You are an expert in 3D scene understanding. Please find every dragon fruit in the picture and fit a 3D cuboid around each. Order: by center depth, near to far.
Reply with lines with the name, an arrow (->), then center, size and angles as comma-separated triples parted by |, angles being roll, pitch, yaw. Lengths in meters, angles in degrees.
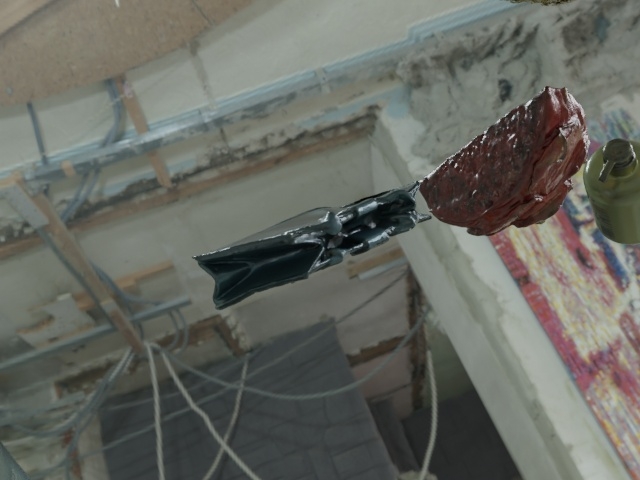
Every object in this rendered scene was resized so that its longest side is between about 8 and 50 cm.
dragon fruit -> 0.331, -0.083, 1.146 | 0.205, 0.152, 0.317 | 9, -30, -29

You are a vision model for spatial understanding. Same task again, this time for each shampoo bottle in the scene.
shampoo bottle -> 0.328, -0.060, 0.767 | 0.079, 0.079, 0.162 | -31, -35, 11

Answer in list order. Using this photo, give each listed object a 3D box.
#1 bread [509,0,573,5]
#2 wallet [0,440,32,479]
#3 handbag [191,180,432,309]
bread -> 0.262, -0.492, 1.003 | 0.315, 0.278, 0.248 | 3, 1, -21
wallet -> -0.327, 0.380, 0.782 | 0.054, 0.251, 0.290 | -17, -47, -7
handbag -> 0.000, 0.000, 0.759 | 0.179, 0.062, 0.229 | -15, 6, 41
